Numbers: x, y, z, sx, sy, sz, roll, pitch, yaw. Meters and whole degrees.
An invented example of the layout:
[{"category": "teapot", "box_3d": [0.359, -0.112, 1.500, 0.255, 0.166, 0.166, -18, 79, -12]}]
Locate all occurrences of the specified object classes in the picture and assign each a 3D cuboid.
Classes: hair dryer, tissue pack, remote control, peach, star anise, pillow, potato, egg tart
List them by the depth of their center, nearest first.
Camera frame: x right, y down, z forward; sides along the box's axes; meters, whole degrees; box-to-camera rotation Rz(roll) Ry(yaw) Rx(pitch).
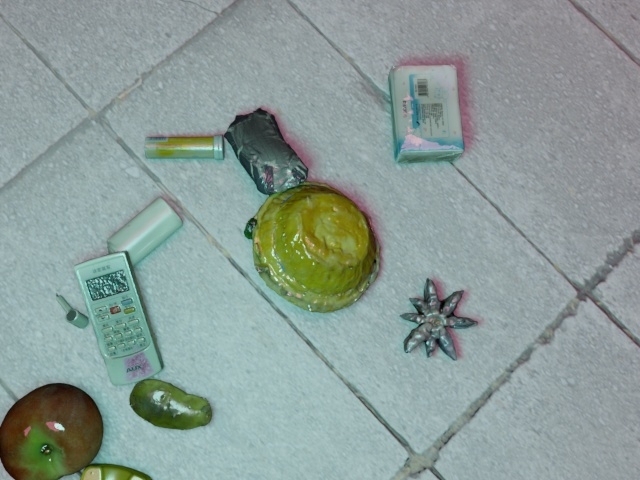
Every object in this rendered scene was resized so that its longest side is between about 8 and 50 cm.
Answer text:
[{"category": "peach", "box_3d": [-0.666, 0.472, 1.753, 0.252, 0.252, 0.253, 1, 78, -3]}, {"category": "tissue pack", "box_3d": [-0.515, 0.630, 1.782, 0.178, 0.127, 0.123, 13, 70, -2]}, {"category": "potato", "box_3d": [-0.390, 0.430, 1.842, 0.225, 0.090, 0.117, 16, 105, 6]}, {"category": "remote control", "box_3d": [-0.526, 0.206, 1.859, 0.145, 0.050, 0.344, -17, 97, -4]}, {"category": "egg tart", "box_3d": [0.000, 0.000, 1.891, 0.387, 0.169, 0.388, 9, 65, -21]}, {"category": "hair dryer", "box_3d": [-0.679, 0.184, 1.908, 0.038, 0.063, 0.124, -45, 64, -10]}, {"category": "star anise", "box_3d": [0.313, 0.226, 1.934, 0.236, 0.093, 0.229, -32, 81, -11]}, {"category": "pillow", "box_3d": [-0.157, -0.253, 1.956, 0.161, 0.093, 0.335, -18, 51, -21]}, {"category": "tissue pack", "box_3d": [0.301, -0.363, 2.044, 0.201, 0.124, 0.271, -2, 79, -5]}]

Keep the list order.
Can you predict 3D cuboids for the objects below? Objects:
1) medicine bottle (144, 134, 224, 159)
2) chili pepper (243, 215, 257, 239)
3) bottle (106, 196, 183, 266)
[{"category": "medicine bottle", "box_3d": [-0.383, -0.264, 2.008, 0.218, 0.074, 0.074, 0, 78, -2]}, {"category": "chili pepper", "box_3d": [-0.105, 0.004, 1.972, 0.224, 0.061, 0.098, 30, 71, 5]}, {"category": "bottle", "box_3d": [-0.497, -0.005, 1.927, 0.245, 0.104, 0.104, -41, 83, -11]}]
